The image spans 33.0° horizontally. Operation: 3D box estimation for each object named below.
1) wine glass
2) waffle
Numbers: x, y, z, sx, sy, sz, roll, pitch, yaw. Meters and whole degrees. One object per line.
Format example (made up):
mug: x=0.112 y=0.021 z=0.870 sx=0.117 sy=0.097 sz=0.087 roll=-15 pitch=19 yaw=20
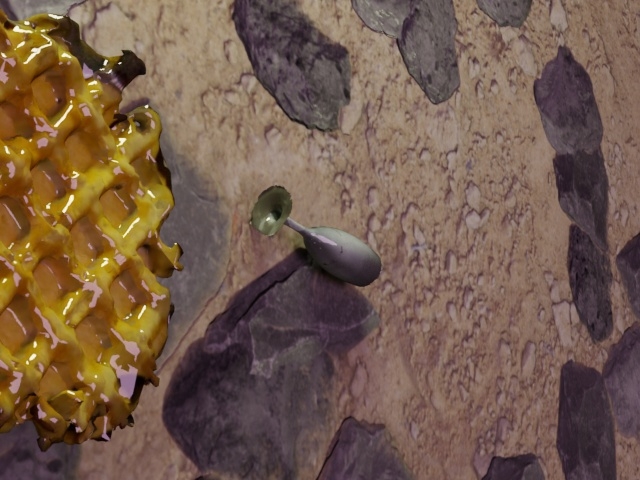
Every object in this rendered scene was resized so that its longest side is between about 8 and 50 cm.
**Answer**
wine glass: x=0.000 y=0.000 z=1.322 sx=0.198 sy=0.066 sz=0.066 roll=31 pitch=58 yaw=-47
waffle: x=-0.253 y=-0.023 z=0.869 sx=0.382 sy=0.095 sz=0.379 roll=21 pitch=58 yaw=-51
